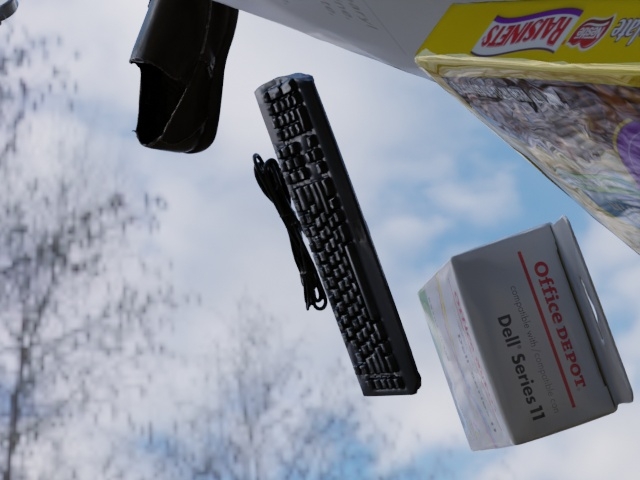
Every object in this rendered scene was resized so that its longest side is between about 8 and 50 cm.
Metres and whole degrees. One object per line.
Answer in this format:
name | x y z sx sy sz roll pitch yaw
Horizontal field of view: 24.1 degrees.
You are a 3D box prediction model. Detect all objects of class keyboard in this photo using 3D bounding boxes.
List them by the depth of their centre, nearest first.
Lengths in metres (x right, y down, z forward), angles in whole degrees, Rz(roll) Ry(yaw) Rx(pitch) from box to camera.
keyboard | 0.000 0.000 1.444 0.033 0.317 0.201 -20 2 -20

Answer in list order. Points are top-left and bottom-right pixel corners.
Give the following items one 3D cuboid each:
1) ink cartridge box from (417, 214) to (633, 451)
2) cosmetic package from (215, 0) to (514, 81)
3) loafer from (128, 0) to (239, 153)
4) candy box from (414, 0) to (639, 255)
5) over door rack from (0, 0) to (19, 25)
ink cartridge box | 0.206 0.107 1.590 0.119 0.207 0.353 -18 -8 -6
cosmetic package | 0.065 -0.278 0.597 0.329 0.393 0.327 -53 -44 -10
loafer | -0.127 -0.174 1.342 0.080 0.078 0.220 18 -63 32
candy box | 0.102 -0.018 0.363 0.105 0.027 0.206 36 -4 -18
over door rack | -0.418 -0.231 1.247 0.324 0.108 0.240 -38 -38 -29
